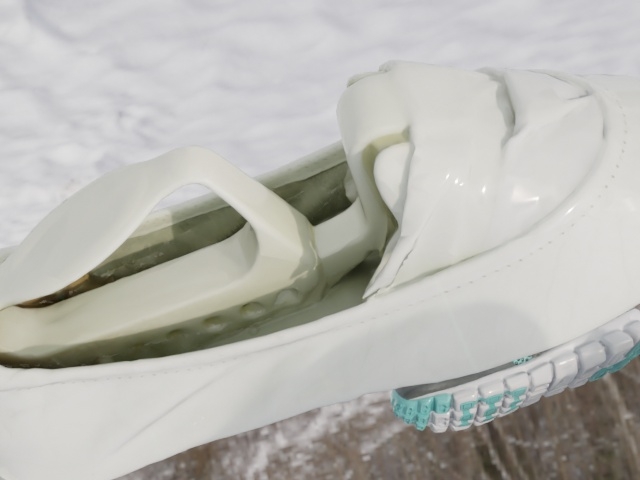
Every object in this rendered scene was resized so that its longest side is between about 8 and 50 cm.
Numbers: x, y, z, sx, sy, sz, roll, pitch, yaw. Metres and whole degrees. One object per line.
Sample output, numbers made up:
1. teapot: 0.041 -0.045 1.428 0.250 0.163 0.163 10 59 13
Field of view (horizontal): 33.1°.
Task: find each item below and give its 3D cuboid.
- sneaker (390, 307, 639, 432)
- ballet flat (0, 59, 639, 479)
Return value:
1. sneaker: 0.111 0.057 0.630 0.166 0.076 0.065 -17 154 -17
2. ballet flat: 0.000 0.000 0.469 0.400 0.139 0.139 -22 172 9
